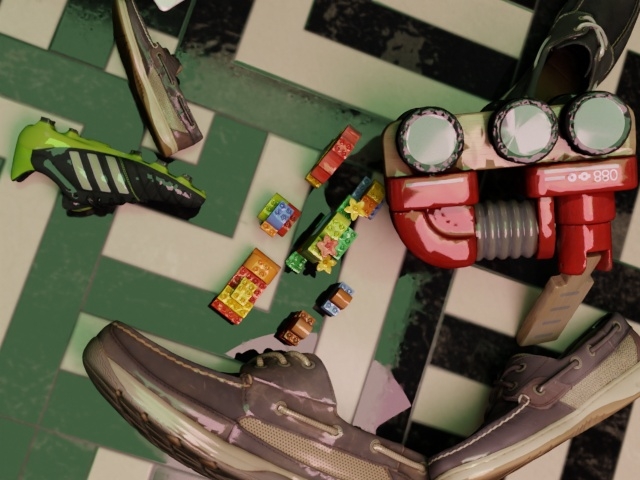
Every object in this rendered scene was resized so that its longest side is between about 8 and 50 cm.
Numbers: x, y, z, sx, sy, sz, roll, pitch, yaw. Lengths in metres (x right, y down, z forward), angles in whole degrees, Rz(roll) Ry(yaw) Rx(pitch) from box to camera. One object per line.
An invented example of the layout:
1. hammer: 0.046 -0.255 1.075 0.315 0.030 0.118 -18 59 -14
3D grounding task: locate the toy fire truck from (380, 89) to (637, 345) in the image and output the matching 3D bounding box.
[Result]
1. toy fire truck: 0.172 -0.006 0.882 0.217 0.158 0.246 -5 97 1

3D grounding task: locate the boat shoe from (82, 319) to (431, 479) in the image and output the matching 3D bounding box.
1. boat shoe: -0.045 0.165 0.859 0.355 0.132 0.130 36 68 -15

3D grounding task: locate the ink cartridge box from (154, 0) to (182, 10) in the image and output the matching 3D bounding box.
1. ink cartridge box: -0.155 -0.320 0.894 0.104 0.060 0.180 -36 101 -12

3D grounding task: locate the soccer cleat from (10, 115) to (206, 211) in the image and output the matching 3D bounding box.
1. soccer cleat: -0.195 -0.054 0.878 0.179 0.060 0.072 20 91 -2

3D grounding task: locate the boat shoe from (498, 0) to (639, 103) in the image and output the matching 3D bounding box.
1. boat shoe: 0.266 -0.189 0.970 0.084 0.079 0.233 38 77 -4

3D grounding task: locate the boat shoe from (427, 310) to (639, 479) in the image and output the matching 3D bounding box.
1. boat shoe: 0.206 0.151 0.906 0.285 0.103 0.092 -22 73 -26

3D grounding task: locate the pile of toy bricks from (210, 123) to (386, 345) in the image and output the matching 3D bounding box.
1. pile of toy bricks: 0.000 0.000 0.883 0.118 0.105 0.212 38 79 -6

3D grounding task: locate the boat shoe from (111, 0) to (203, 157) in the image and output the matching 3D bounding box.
1. boat shoe: -0.154 -0.156 0.898 0.049 0.056 0.152 -20 98 -17
